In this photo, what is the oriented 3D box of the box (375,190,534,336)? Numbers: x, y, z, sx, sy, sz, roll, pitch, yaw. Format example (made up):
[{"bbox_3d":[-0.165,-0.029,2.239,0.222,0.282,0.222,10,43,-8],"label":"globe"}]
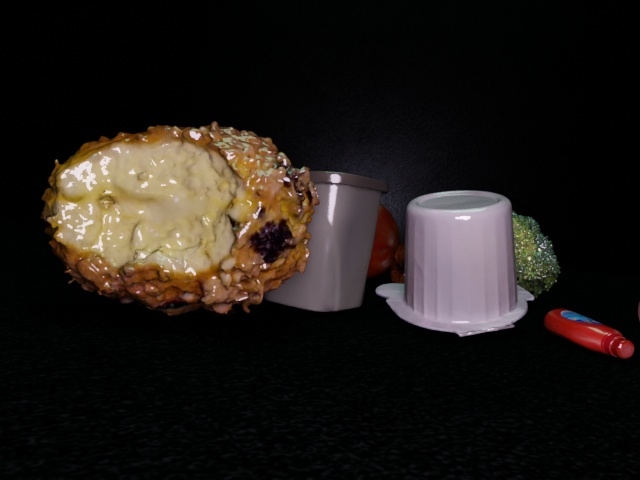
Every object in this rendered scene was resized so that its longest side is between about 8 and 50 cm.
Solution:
[{"bbox_3d":[0.236,0.019,0.902,0.291,0.206,0.262,9,20,38],"label":"box"}]

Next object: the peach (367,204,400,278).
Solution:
[{"bbox_3d":[0.092,-0.004,1.352,0.281,0.238,0.281,26,14,-7],"label":"peach"}]

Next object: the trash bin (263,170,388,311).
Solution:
[{"bbox_3d":[0.000,0.000,0.953,0.219,0.249,0.220,7,3,36],"label":"trash bin"}]

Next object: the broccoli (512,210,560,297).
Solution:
[{"bbox_3d":[0.476,0.028,1.375,0.302,0.249,0.375,7,7,-27],"label":"broccoli"}]

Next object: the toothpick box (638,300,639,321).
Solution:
[{"bbox_3d":[0.742,0.149,0.970,0.149,0.098,0.098,6,3,-2],"label":"toothpick box"}]

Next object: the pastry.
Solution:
[{"bbox_3d":[-0.202,-0.021,0.780,0.406,0.292,0.337,-5,-7,6],"label":"pastry"}]

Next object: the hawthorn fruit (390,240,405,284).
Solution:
[{"bbox_3d":[0.255,0.064,1.125,0.179,0.173,0.173,5,3,5],"label":"hawthorn fruit"}]

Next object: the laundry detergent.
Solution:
[{"bbox_3d":[0.450,0.157,0.795,0.098,0.049,0.165,9,5,-8],"label":"laundry detergent"}]
